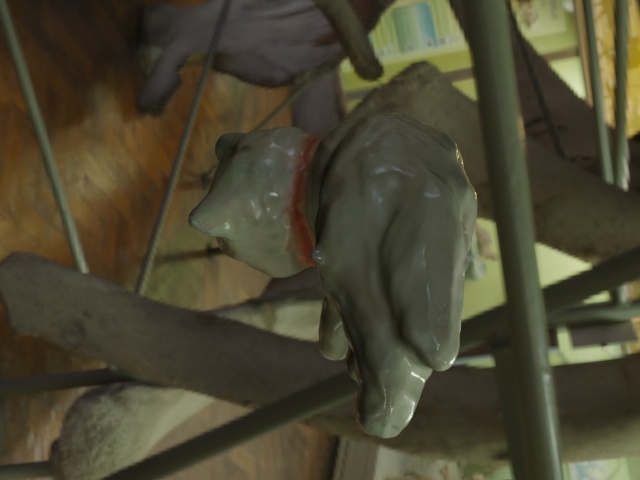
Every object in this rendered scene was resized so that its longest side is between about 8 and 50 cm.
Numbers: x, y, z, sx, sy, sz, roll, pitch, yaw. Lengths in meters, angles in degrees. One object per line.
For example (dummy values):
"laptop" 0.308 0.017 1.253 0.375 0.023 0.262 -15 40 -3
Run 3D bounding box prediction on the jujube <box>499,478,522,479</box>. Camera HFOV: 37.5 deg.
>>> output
"jujube" 0.022 0.180 0.347 0.255 0.190 0.190 -19 103 -39

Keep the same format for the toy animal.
"toy animal" 0.000 0.000 0.716 0.188 0.266 0.308 32 46 -14
